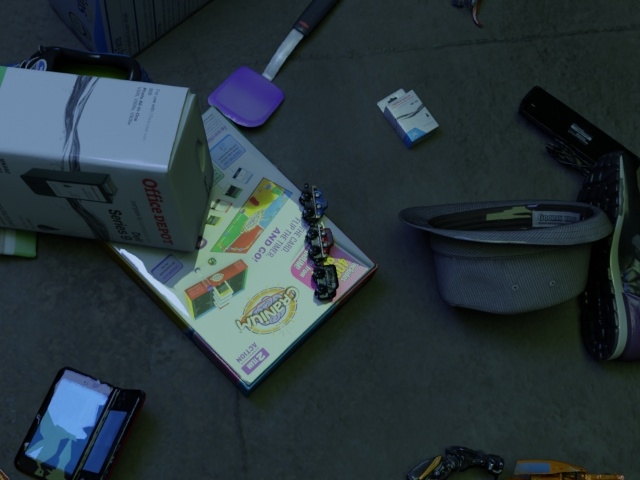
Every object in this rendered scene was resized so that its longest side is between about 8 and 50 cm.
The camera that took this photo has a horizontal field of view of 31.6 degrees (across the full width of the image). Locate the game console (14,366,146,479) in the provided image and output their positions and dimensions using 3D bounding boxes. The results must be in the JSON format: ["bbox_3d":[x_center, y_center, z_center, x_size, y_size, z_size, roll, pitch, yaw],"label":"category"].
[{"bbox_3d":[-0.298,0.235,1.399,0.085,0.124,0.144,31,70,-23],"label":"game console"}]

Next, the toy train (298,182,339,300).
[{"bbox_3d":[0.000,0.000,1.463,0.036,0.027,0.158,-6,73,-11],"label":"toy train"}]

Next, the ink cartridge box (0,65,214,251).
[{"bbox_3d":[-0.291,-0.098,1.371,0.289,0.211,0.122,7,64,7],"label":"ink cartridge box"}]

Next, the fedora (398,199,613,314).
[{"bbox_3d":[0.241,0.023,1.475,0.275,0.244,0.124,-5,102,-12],"label":"fedora"}]

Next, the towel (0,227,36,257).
[{"bbox_3d":[-0.443,-0.039,1.475,0.152,0.023,0.113,11,70,-31],"label":"towel"}]

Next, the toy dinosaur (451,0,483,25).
[{"bbox_3d":[0.230,-0.376,1.683,0.082,0.047,0.090,-44,114,-25],"label":"toy dinosaur"}]

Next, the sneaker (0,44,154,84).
[{"bbox_3d":[-0.385,-0.203,1.497,0.330,0.147,0.130,-9,73,-8],"label":"sneaker"}]

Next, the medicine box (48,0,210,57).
[{"bbox_3d":[-0.225,-0.414,1.519,0.289,0.263,0.149,-39,79,-16],"label":"medicine box"}]

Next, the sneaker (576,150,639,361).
[{"bbox_3d":[0.423,0.022,1.535,0.124,0.107,0.283,3,84,-19],"label":"sneaker"}]

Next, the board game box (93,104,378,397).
[{"bbox_3d":[-0.120,0.011,1.497,0.242,0.064,0.316,-42,81,-16],"label":"board game box"}]

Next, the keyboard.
[{"bbox_3d":[0.360,-0.137,1.619,0.192,0.038,0.100,37,49,8],"label":"keyboard"}]

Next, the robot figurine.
[{"bbox_3d":[0.239,0.360,1.410,0.291,0.085,0.211,1,71,-5],"label":"robot figurine"}]

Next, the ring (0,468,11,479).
[{"bbox_3d":[-0.509,0.396,1.351,0.336,0.032,0.337,2,71,-5],"label":"ring"}]

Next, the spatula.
[{"bbox_3d":[-0.044,-0.277,1.616,0.084,0.030,0.296,35,72,5],"label":"spatula"}]

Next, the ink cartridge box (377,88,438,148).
[{"bbox_3d":[0.123,-0.178,1.602,0.048,0.028,0.083,-32,77,-15],"label":"ink cartridge box"}]
